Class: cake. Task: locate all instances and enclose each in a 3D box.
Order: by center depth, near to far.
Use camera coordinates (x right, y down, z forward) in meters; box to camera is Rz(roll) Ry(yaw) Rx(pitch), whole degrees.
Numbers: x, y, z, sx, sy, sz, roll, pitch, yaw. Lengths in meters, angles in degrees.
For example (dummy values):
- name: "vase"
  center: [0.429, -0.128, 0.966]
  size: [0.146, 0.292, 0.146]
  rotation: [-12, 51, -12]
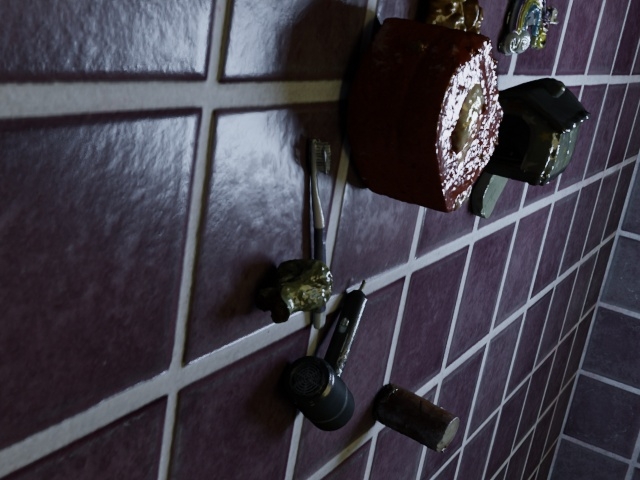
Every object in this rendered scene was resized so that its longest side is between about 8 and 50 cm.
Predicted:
- name: "cake"
  center: [0.140, -0.153, 1.098]
  size: [0.176, 0.151, 0.283]
  rotation: [-67, 158, -18]

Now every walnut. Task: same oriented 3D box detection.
- name: "walnut"
  center: [0.194, -0.341, 1.174]
  size: [0.143, 0.069, 0.170]
  rotation: [-28, 128, -52]

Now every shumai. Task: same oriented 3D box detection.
- name: "shumai"
  center: [-0.029, 0.069, 0.992]
  size: [0.082, 0.083, 0.080]
  rotation: [41, 41, -23]

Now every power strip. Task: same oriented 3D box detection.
- name: "power strip"
  center: [0.351, -0.140, 1.643]
  size: [0.226, 0.029, 0.080]
  rotation: [-57, 148, -26]

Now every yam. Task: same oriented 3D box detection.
- name: "yam"
  center: [0.163, 0.307, 1.447]
  size: [0.079, 0.141, 0.079]
  rotation: [-38, 139, -41]

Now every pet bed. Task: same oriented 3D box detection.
- name: "pet bed"
  center: [0.353, -0.201, 1.436]
  size: [0.211, 0.183, 0.159]
  rotation: [-25, 130, -56]

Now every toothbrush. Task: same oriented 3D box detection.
- name: "toothbrush"
  center: [0.000, 0.000, 1.066]
  size: [0.024, 0.026, 0.288]
  rotation: [-44, 144, -46]

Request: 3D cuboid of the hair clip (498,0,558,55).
- name: "hair clip"
  center: [0.374, -0.400, 1.513]
  size: [0.172, 0.049, 0.116]
  rotation: [-24, 114, -46]

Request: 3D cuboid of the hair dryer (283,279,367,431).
- name: "hair dryer"
  center: [0.025, 0.148, 1.171]
  size: [0.219, 0.072, 0.124]
  rotation: [-67, 154, -24]
